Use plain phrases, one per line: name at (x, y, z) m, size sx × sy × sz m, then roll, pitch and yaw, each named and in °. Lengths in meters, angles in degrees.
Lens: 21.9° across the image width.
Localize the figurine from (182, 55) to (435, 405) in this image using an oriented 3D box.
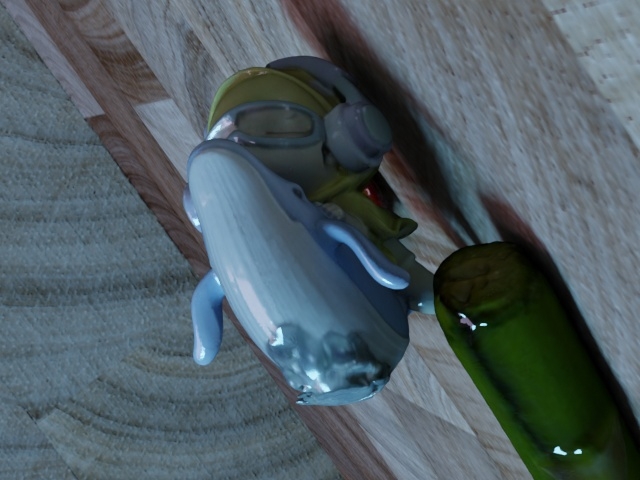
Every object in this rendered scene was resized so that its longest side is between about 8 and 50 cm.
figurine at (0.001, 0.000, 0.863) m, size 0.208 × 0.128 × 0.184 m, roll 35°, pitch -139°, yaw -50°

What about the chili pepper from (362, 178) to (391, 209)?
chili pepper at (0.000, 0.000, 1.060) m, size 0.192 × 0.084 × 0.086 m, roll 103°, pitch 162°, yaw -76°

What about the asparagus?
asparagus at (0.136, 0.112, 0.855) m, size 0.067 × 0.060 × 0.278 m, roll 13°, pitch 143°, yaw 47°
